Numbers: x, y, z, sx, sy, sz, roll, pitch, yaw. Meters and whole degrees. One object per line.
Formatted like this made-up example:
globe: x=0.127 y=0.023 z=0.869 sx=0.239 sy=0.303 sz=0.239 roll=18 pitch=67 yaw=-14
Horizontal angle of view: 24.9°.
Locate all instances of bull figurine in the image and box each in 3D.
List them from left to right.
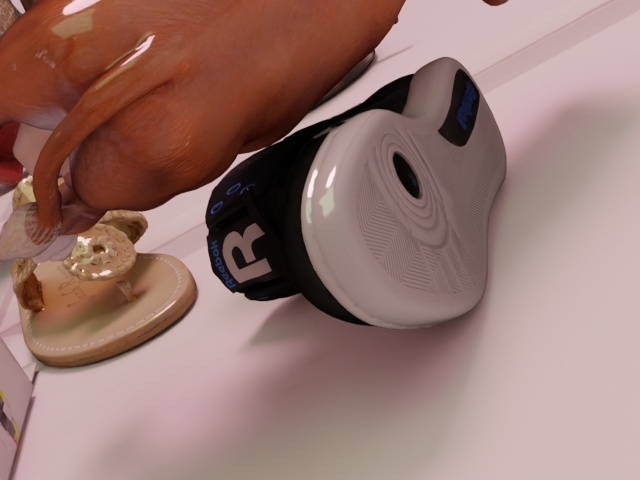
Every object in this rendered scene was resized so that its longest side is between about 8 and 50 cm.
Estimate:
bull figurine: x=-0.034 y=-0.088 z=0.594 sx=0.188 sy=0.101 sz=0.310 roll=-29 pitch=4 yaw=39

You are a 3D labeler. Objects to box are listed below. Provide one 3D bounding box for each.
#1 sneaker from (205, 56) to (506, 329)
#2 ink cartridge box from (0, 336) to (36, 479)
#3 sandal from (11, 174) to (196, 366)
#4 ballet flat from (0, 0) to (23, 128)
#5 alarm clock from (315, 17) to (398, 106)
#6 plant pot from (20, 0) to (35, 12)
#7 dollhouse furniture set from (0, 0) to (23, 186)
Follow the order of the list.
sneaker: x=0.000 y=0.000 z=0.561 sx=0.121 sy=0.079 sz=0.217 roll=-26 pitch=8 yaw=22
ink cartridge box: x=-0.189 y=0.085 z=0.635 sx=0.104 sy=0.061 sz=0.181 roll=-29 pitch=16 yaw=2
sandal: x=-0.140 y=0.000 z=0.772 sx=0.088 sy=0.079 sz=0.240 roll=-33 pitch=17 yaw=-12
ballet flat: x=-0.391 y=-0.010 z=1.050 sx=0.483 sy=0.164 sz=0.182 roll=-37 pitch=-9 yaw=7
alarm clock: x=-0.047 y=-0.110 z=0.983 sx=0.192 sy=0.064 sz=0.129 roll=-36 pitch=18 yaw=-12
plant pot: x=-0.141 y=-0.159 z=1.095 sx=0.167 sy=0.165 sz=0.167 roll=-28 pitch=17 yaw=9
dollhouse furniture set: x=-0.408 y=-0.066 z=1.222 sx=0.374 sy=0.201 sz=0.152 roll=-23 pitch=10 yaw=-5
